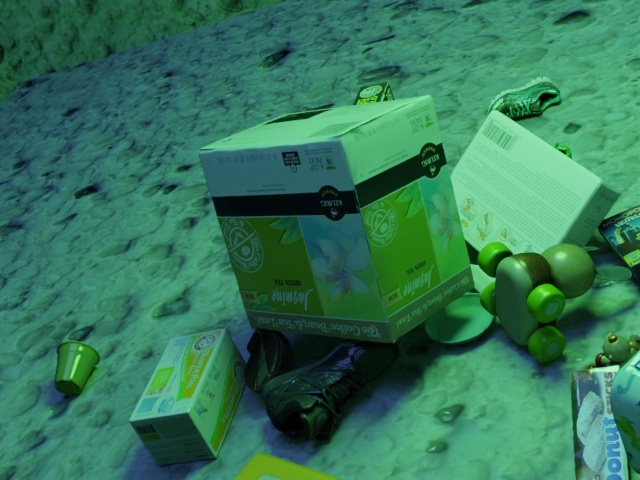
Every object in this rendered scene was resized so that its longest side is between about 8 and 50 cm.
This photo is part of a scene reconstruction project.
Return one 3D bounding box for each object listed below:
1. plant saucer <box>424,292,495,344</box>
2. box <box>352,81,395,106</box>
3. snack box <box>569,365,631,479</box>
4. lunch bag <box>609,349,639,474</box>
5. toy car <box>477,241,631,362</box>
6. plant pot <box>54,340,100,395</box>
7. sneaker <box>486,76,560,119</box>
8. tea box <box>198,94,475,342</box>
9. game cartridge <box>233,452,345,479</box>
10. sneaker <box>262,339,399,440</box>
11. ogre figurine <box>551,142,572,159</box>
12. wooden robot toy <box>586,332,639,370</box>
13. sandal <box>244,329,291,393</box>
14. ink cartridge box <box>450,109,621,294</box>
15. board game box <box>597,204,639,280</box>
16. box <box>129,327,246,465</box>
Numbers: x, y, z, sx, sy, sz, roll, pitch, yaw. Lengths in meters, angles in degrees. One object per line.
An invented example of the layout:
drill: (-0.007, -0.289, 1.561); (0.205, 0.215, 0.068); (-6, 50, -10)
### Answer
plant saucer: (0.224, 0.129, 1.584); (0.119, 0.021, 0.119); (-18, 29, 10)
box: (0.120, -0.119, 1.821); (0.060, 0.270, 0.216); (-10, 33, 22)
snack box: (0.348, 0.241, 1.248); (0.064, 0.022, 0.178); (-11, 50, 23)
lunch bag: (0.442, 0.173, 1.182); (0.219, 0.176, 0.090); (-37, 31, -24)
toy car: (0.354, 0.064, 1.484); (0.188, 0.149, 0.155); (-22, 37, -16)
plant pot: (-0.462, 0.244, 1.872); (0.083, 0.083, 0.079); (-13, 42, 21)
sneaker: (0.425, -0.285, 2.084); (0.166, 0.065, 0.076); (-30, 33, -6)
tea box: (0.025, -0.034, 1.586); (0.329, 0.323, 0.220); (-1, 21, 46)
game cartridge: (-0.044, 0.415, 1.283); (0.324, 0.052, 0.285); (4, 40, 43)
sneaker: (0.025, 0.228, 1.510); (0.228, 0.087, 0.130); (-25, 32, 2)
ogre figurine: (0.357, -0.131, 1.840); (0.118, 0.096, 0.197); (-31, 32, -24)
wooden robot toy: (0.388, 0.162, 1.344); (0.076, 0.079, 0.173); (10, 43, 46)
sandal: (-0.083, 0.193, 1.676); (0.090, 0.060, 0.219); (-55, 13, 7)
ink cartridge box: (0.316, -0.047, 1.679); (0.261, 0.066, 0.296); (-57, 39, 12)
board game box: (0.540, -0.021, 1.553); (0.194, 0.060, 0.194); (-22, 27, 5)
box: (-0.207, 0.250, 1.626); (0.114, 0.103, 0.203); (-12, 31, 22)
